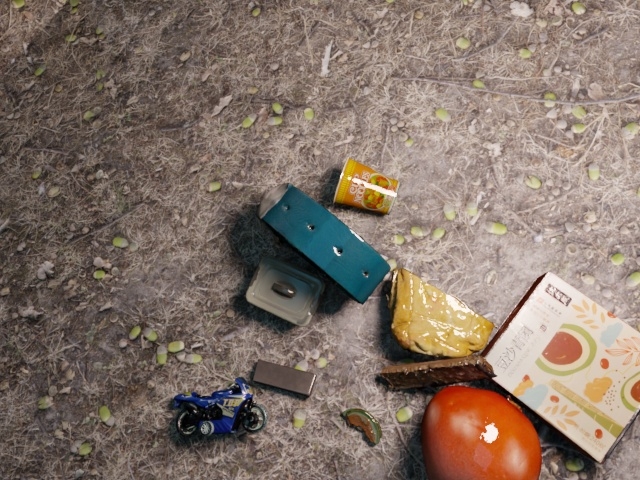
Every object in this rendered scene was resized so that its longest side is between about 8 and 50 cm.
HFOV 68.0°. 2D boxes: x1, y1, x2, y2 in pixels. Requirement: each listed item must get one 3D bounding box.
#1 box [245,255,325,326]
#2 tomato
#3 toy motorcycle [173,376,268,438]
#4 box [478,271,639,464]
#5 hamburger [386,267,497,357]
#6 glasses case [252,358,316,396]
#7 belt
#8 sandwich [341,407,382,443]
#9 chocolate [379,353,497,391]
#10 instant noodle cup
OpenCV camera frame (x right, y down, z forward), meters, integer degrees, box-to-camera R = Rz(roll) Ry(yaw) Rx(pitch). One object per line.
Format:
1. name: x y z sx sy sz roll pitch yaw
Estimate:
1. box: -0.103 0.160 1.483 0.226 0.130 0.162 22 81 14
2. tomato: 0.400 0.544 1.220 0.321 0.321 0.322 -2 76 8
3. toy motorcycle: -0.305 0.506 1.442 0.315 0.113 0.169 -9 65 14
4. box: 0.692 0.343 1.328 0.385 0.122 0.345 38 85 15
5. hamburger: 0.313 0.241 1.388 0.329 0.162 0.209 32 85 12
6. glasses case: -0.110 0.424 1.465 0.190 0.042 0.072 11 71 11
7. belt: 0.002 0.000 1.416 0.436 0.300 0.173 35 83 18
8. sandwich: 0.127 0.539 1.409 0.135 0.029 0.067 29 81 14
9. chocolate: 0.319 0.363 1.323 0.329 0.102 0.065 -21 40 38
10. instant noodle cup: 0.150 -0.163 1.519 0.184 0.168 0.169 20 80 2
